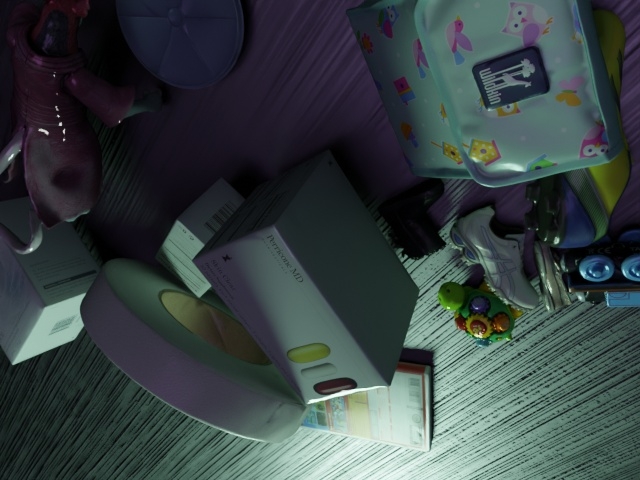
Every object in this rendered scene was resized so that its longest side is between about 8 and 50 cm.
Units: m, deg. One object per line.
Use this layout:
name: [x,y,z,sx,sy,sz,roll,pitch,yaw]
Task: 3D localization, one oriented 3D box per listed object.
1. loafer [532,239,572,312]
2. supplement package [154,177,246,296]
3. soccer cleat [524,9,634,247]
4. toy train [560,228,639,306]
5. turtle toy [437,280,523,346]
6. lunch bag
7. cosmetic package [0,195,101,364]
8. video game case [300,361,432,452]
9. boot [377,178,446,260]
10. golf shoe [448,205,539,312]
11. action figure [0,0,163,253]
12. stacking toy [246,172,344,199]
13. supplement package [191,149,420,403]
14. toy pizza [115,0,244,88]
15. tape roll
loafer: [0.330,0.047,0.815,0.039,0.045,0.125,-16,121,11]
supplement package: [-0.176,0.001,0.908,0.105,0.105,0.179,43,149,-6]
soccer cleat: [0.326,-0.126,0.692,0.121,0.093,0.289,-7,117,-9]
toy train: [0.417,0.042,0.752,0.184,0.080,0.105,-5,124,25]
turtle toy: [0.236,0.108,0.867,0.130,0.066,0.095,41,129,11]
lunch bag: [0.171,-0.181,0.593,0.262,0.160,0.223,24,144,61]
cosmetic package: [-0.546,0.071,1.080,0.225,0.138,0.224,53,127,11]
video game case: [0.067,0.298,1.084,0.285,0.025,0.204,5,122,19]
boot: [0.149,-0.027,0.834,0.121,0.045,0.099,-25,107,40]
golf shoe: [0.265,0.027,0.811,0.176,0.069,0.086,44,120,-10]
action figure: [-0.399,-0.208,0.818,0.248,0.276,0.370,37,141,4]
stacking toy: [0.000,0.000,0.912,0.167,0.052,0.221,-18,114,32]
supplement package: [-0.004,0.051,0.784,0.145,0.204,0.262,-23,112,33]
toy pizza: [-0.194,-0.314,0.801,0.201,0.032,0.201,10,122,17]
tape roll: [-0.176,0.160,0.889,0.392,0.392,0.072,34,92,-1]
